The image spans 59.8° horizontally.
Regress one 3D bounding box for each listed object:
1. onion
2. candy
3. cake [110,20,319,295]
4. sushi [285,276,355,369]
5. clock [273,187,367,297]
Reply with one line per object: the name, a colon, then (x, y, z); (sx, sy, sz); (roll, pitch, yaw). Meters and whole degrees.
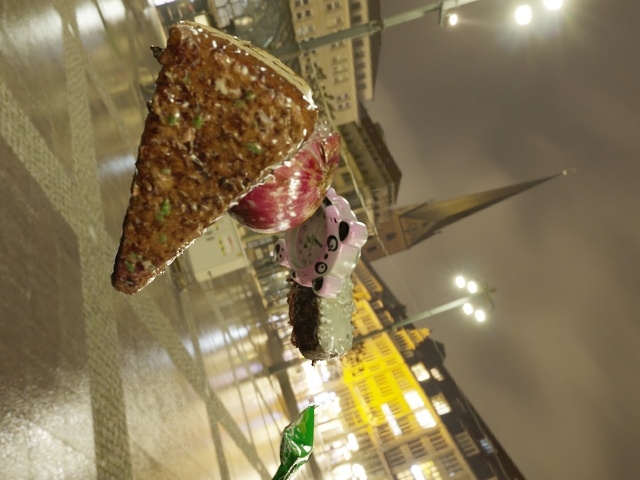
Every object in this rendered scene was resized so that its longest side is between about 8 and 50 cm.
onion: (-0.097, -0.128, 1.068); (0.230, 0.272, 0.256); (-58, 139, -33)
candy: (-0.057, 0.450, 1.187); (0.203, 0.078, 0.141); (-64, 174, -65)
cake: (-0.091, -0.053, 0.493); (0.112, 0.135, 0.246); (-92, -161, -67)
sushi: (0.003, 0.235, 1.769); (0.181, 0.196, 0.344); (-20, -118, 47)
clock: (0.000, 0.000, 1.296); (0.248, 0.090, 0.228); (45, -65, 51)
